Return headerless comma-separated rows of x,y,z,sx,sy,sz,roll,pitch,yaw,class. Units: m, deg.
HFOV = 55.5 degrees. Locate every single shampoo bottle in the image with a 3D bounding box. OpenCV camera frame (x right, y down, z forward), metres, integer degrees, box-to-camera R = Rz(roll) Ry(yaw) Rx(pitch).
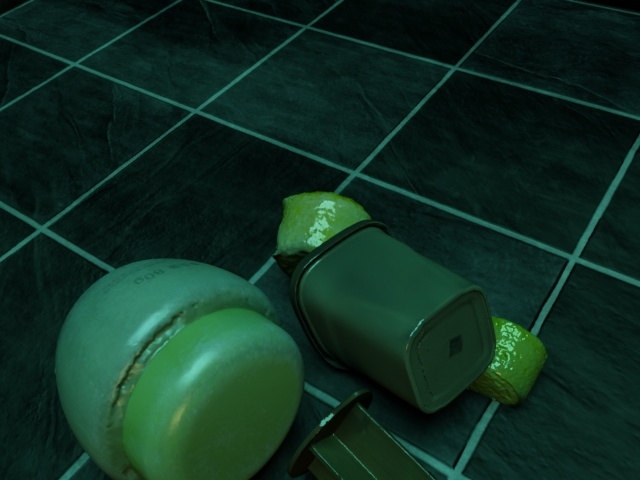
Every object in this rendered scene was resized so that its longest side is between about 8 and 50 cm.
-0.208,0.186,0.885,0.317,0.322,0.322,28,56,35,shampoo bottle

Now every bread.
0.004,-0.001,1.139,0.197,0.197,0.170,12,60,16,bread
0.291,0.189,0.981,0.129,0.111,0.114,18,59,27,bread

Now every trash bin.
0.118,0.118,0.947,0.220,0.219,0.250,-36,34,-21,trash bin

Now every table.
0.090,0.343,0.834,0.167,0.167,0.227,-36,63,-25,table
